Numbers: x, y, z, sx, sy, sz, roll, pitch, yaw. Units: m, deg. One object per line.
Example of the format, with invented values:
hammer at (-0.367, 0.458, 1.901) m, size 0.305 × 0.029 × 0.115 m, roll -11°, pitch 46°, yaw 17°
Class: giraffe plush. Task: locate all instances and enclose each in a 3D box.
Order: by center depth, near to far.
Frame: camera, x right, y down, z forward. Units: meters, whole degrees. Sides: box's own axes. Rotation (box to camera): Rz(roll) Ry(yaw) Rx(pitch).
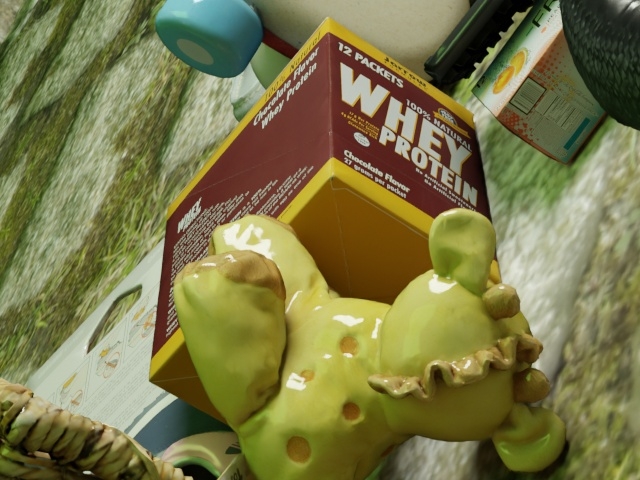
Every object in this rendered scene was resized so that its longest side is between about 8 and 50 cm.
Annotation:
giraffe plush at (0.035, 0.063, 0.932) m, size 0.170 × 0.181 × 0.210 m, roll -22°, pitch 29°, yaw 16°

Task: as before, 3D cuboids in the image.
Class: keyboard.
keyboard at (0.179, -0.227, 1.113) m, size 0.317 × 0.033 × 0.201 m, roll -50°, pitch -1°, yaw 17°

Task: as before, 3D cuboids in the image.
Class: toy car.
toy car at (-0.012, -0.173, 1.342) m, size 0.219 × 0.210 × 0.238 m, roll -59°, pitch 7°, yaw -19°

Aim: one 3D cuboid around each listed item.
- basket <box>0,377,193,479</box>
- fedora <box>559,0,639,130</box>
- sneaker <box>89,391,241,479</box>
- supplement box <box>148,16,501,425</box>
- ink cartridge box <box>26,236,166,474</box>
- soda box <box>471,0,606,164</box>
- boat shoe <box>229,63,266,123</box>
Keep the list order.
basket at (-0.078, 0.173, 0.835) m, size 0.223 × 0.299 × 0.213 m, roll -56°, pitch 19°, yaw 14°
fedora at (0.227, -0.156, 0.566) m, size 0.334 × 0.152 × 0.334 m, roll -49°, pitch 25°, yaw 32°
sneaker at (-0.143, 0.238, 1.157) m, size 0.319 × 0.112 × 0.131 m, roll -57°, pitch 17°, yaw 7°
supplement box at (0.000, 0.000, 1.139) m, size 0.191 × 0.129 × 0.194 m, roll -48°, pitch 23°, yaw 27°
ink cartridge box at (-0.151, 0.135, 1.386) m, size 0.296 × 0.066 × 0.261 m, roll -44°, pitch 24°, yaw 32°
soda box at (0.170, -0.138, 1.046) m, size 0.183 × 0.058 × 0.063 m, roll -53°, pitch 20°, yaw 11°
boat shoe at (-0.027, -0.226, 1.558) m, size 0.118 × 0.103 × 0.320 m, roll -31°, pitch 34°, yaw 51°
